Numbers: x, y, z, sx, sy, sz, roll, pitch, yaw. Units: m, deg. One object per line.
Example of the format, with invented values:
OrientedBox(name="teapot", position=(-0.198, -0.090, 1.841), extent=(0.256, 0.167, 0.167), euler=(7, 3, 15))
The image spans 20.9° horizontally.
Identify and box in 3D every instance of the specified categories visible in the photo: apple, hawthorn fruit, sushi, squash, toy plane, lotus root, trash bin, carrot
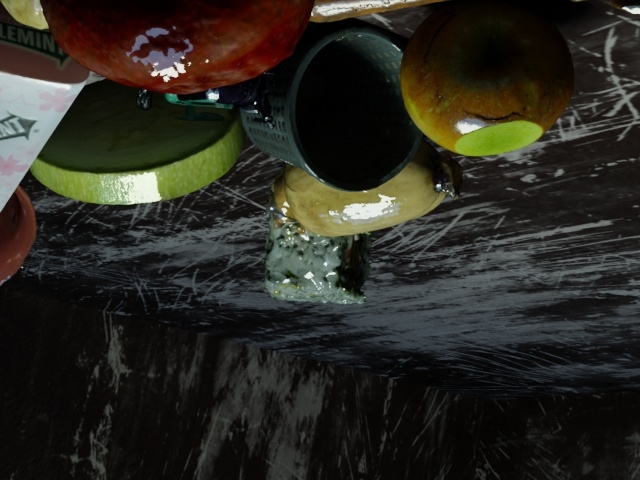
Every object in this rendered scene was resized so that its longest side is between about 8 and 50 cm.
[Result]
OrientedBox(name="apple", position=(0.159, -0.159, 1.692), extent=(0.163, 0.146, 0.147), euler=(-11, 160, -2))
OrientedBox(name="hawthorn fruit", position=(-0.098, -0.226, 1.471), extent=(0.230, 0.210, 0.266), euler=(-13, 173, 26))
OrientedBox(name="sushi", position=(0.000, 0.000, 2.417), extent=(0.139, 0.184, 0.274), euler=(6, 169, 14))
OrientedBox(name="squash", position=(-0.211, -0.124, 1.967), extent=(0.252, 0.252, 0.048), euler=(5, 125, 16))
OrientedBox(name="toy plane", position=(-0.126, -0.175, 1.799), extent=(0.155, 0.106, 0.382), euler=(4, -177, -5))
OrientedBox(name="lotus root", position=(0.049, -0.079, 2.151), extent=(0.257, 0.140, 0.154), euler=(-5, -168, 22))
OrientedBox(name="trash bin", position=(0.002, -0.145, 1.868), extent=(0.175, 0.175, 0.161), euler=(16, 178, -31))
OrientedBox(name="carrot", position=(0.049, -0.239, 1.637), extent=(0.162, 0.055, 0.055), euler=(-4, 164, 21))

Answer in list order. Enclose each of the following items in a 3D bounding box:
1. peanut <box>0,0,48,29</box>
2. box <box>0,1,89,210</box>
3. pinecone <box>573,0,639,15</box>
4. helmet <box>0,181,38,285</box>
OrientedBox(name="peanut", position=(-0.260, -0.260, 1.608), extent=(0.098, 0.103, 0.229), euler=(-35, 174, -8))
OrientedBox(name="box", position=(-0.406, -0.113, 1.876), extent=(0.190, 0.112, 0.369), euler=(13, 140, -26))
OrientedBox(name="pinecone", position=(0.220, -0.252, 1.099), extent=(0.224, 0.224, 0.272), euler=(1, -175, 31))
OrientedBox(name="helmet", position=(-0.526, -0.098, 2.169), extent=(0.338, 0.230, 0.385), euler=(-9, 150, 1))
